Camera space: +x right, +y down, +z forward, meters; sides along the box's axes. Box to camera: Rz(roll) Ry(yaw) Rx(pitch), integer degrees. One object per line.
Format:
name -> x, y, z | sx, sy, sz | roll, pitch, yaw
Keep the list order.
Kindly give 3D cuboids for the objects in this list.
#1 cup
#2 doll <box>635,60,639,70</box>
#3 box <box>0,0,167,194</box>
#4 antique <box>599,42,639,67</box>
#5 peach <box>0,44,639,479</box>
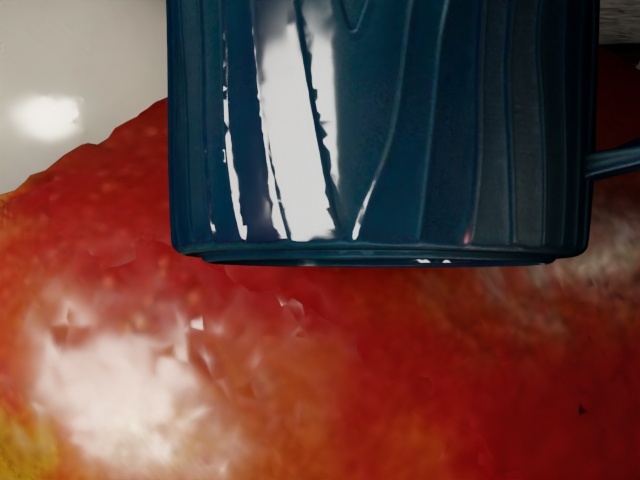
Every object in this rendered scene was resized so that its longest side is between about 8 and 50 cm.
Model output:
cup -> 0.028, -0.063, 0.361 | 0.150, 0.138, 0.113 | -2, 177, 42
doll -> 0.318, -0.053, 0.565 | 0.384, 0.188, 0.099 | 6, -142, 18
box -> -0.116, -0.047, 0.746 | 0.289, 0.141, 0.349 | 0, 178, 24
antique -> 0.194, -0.037, 0.777 | 0.224, 0.129, 0.278 | -7, -167, -25
peach -> 0.004, 0.041, 0.552 | 0.338, 0.281, 0.281 | 11, 176, -9
